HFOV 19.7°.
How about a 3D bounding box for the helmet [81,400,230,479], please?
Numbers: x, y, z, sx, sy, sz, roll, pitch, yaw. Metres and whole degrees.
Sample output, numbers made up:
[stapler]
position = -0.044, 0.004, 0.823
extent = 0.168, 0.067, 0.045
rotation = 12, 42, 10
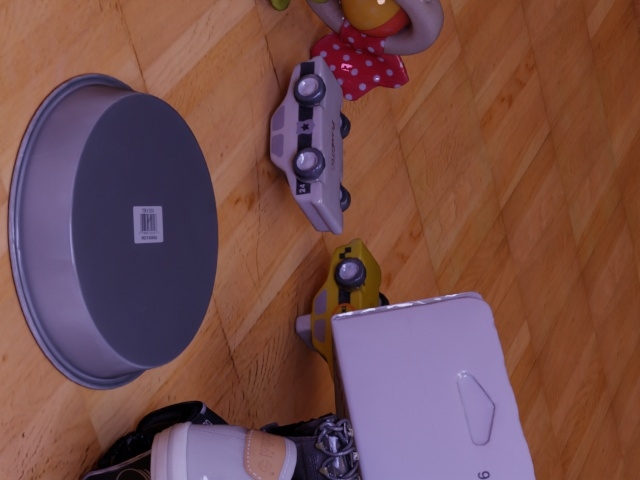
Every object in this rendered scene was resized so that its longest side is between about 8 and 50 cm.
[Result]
[helmet]
position = -0.125, 0.245, 1.692
extent = 0.162, 0.169, 0.169
rotation = 62, 33, -11

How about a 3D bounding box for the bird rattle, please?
[bird rattle]
position = 0.040, -0.250, 2.008
extent = 0.143, 0.207, 0.253
rotation = -53, 128, -25

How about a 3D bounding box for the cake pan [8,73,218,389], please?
[cake pan]
position = -0.180, -0.009, 1.702
extent = 0.293, 0.054, 0.293
rotation = 9, 80, -62

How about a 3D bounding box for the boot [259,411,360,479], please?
[boot]
position = 0.025, 0.267, 1.629
extent = 0.091, 0.263, 0.229
rotation = -13, 96, -31

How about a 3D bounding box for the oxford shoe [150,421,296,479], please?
[oxford shoe]
position = -0.043, 0.354, 1.569
extent = 0.169, 0.130, 0.449
rotation = -93, 174, -68

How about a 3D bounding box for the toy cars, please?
[toy cars]
position = 0.000, 0.000, 2.026
extent = 0.176, 0.087, 0.394
rotation = -45, 125, -70

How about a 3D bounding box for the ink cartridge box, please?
[ink cartridge box]
position = 0.116, 0.286, 1.911
extent = 0.395, 0.166, 0.285
rotation = 87, -7, -50
